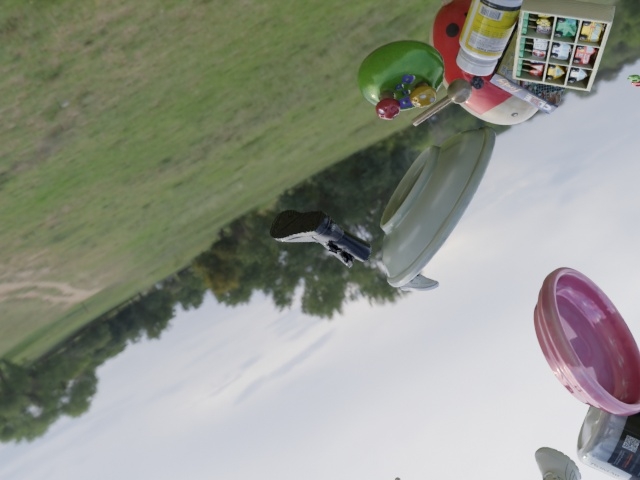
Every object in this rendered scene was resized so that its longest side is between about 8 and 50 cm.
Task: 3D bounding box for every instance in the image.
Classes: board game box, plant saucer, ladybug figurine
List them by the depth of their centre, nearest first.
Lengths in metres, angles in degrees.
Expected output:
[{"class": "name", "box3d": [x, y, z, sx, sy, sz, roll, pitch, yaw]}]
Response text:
[{"class": "plant saucer", "box3d": [0.562, 0.219, 1.566, 0.084, 0.332, 0.332, -38, 179, 36]}, {"class": "plant saucer", "box3d": [0.225, -0.093, 1.603, 0.401, 0.100, 0.400, -58, -175, 7]}, {"class": "board game box", "box3d": [0.516, -0.434, 1.734, 0.243, 0.165, 0.042, -62, -179, -21]}, {"class": "ladybug figurine", "box3d": [0.511, -0.554, 2.237, 0.305, 0.449, 0.162, -40, -177, 7]}]

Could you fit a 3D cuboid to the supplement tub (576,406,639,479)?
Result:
[{"class": "supplement tub", "box3d": [0.773, 0.472, 1.661, 0.207, 0.338, 0.207, -60, 165, -27]}]

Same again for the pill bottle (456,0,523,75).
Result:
[{"class": "pill bottle", "box3d": [0.410, -0.520, 1.813, 0.119, 0.119, 0.209, -33, 151, -37]}]

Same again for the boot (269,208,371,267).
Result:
[{"class": "boot", "box3d": [0.000, 0.000, 2.047, 0.246, 0.207, 0.094, -3, -121, 49]}]

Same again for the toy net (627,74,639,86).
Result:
[{"class": "toy net", "box3d": [1.001, -0.441, 2.187, 0.122, 0.045, 0.232, -1, 169, 43]}]

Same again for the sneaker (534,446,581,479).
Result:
[{"class": "sneaker", "box3d": [0.741, 0.766, 2.255, 0.129, 0.297, 0.111, 2, 135, -35]}]

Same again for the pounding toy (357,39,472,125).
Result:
[{"class": "pounding toy", "box3d": [0.190, -0.296, 1.525, 0.236, 0.110, 0.183, 23, 139, -36]}]

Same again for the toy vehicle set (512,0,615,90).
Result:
[{"class": "toy vehicle set", "box3d": [0.475, -0.388, 1.472, 0.165, 0.035, 0.267, 13, 167, 15]}]

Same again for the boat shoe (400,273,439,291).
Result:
[{"class": "boat shoe", "box3d": [0.217, 0.090, 1.643, 0.100, 0.035, 0.035, -1, -157, 44]}]

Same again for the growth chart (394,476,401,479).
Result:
[{"class": "growth chart", "box3d": [0.178, 0.740, 1.940, 0.172, 0.021, 0.237, 92, 17, -72]}]
